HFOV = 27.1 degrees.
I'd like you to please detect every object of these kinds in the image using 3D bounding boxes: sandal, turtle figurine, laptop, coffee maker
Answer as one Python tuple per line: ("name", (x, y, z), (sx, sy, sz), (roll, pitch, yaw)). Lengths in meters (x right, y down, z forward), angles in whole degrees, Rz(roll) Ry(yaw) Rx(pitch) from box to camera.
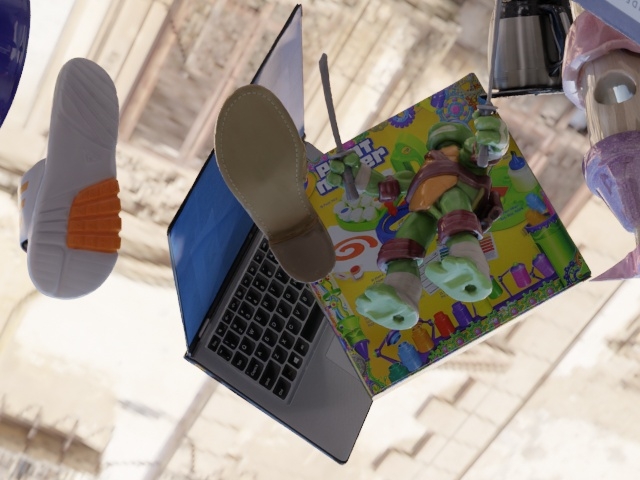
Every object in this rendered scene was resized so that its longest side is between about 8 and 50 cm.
("sandal", (-0.260, -0.058, 1.365), (0.102, 0.076, 0.265), (23, -120, -39))
("turtle figurine", (0.091, -0.067, 1.343), (0.198, 0.274, 0.266), (0, -131, 9))
("laptop", (0.000, 0.000, 1.671), (0.408, 0.236, 0.382), (37, -124, -16))
("coffee maker", (0.246, -0.251, 1.483), (0.120, 0.178, 0.171), (-1, -173, 30))
("sandal", (-0.050, -0.069, 1.376), (0.079, 0.088, 0.240), (-106, -6, -58))

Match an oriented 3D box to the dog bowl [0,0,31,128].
("dog bowl", (-0.415, -0.188, 1.393), (0.104, 0.265, 0.265), (18, -145, -39))

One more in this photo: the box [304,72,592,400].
("box", (0.121, 0.002, 1.595), (0.279, 0.290, 0.177), (62, 178, 8))

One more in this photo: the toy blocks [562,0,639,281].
("toy blocks", (0.283, -0.098, 0.774), (0.309, 0.289, 0.260), (62, -160, -51))

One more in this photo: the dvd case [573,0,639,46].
("dvd case", (0.139, -0.160, 0.437), (0.018, 0.221, 0.164), (-21, -131, -32))
